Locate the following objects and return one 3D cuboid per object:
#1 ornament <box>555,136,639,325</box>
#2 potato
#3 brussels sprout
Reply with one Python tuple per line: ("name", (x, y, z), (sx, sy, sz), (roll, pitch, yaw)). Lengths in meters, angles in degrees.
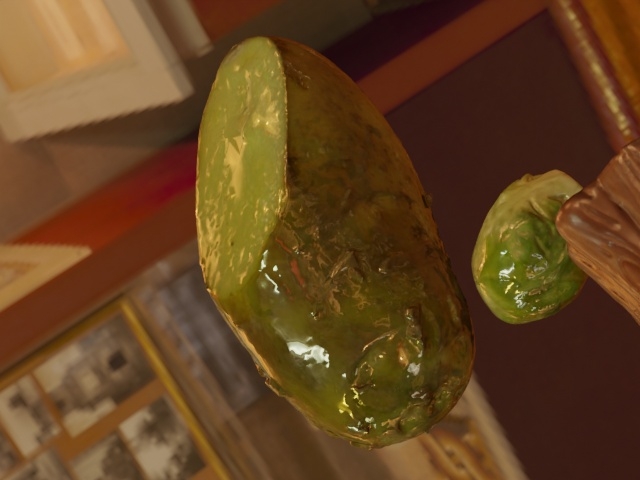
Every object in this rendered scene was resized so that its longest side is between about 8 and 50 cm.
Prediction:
("ornament", (0.363, 0.028, 1.272), (0.221, 0.235, 0.217), (94, 152, -48))
("potato", (0.000, 0.000, 0.952), (0.141, 0.176, 0.298), (-34, 75, 37))
("brussels sprout", (0.255, 0.011, 1.652), (0.161, 0.181, 0.144), (54, 168, -32))
